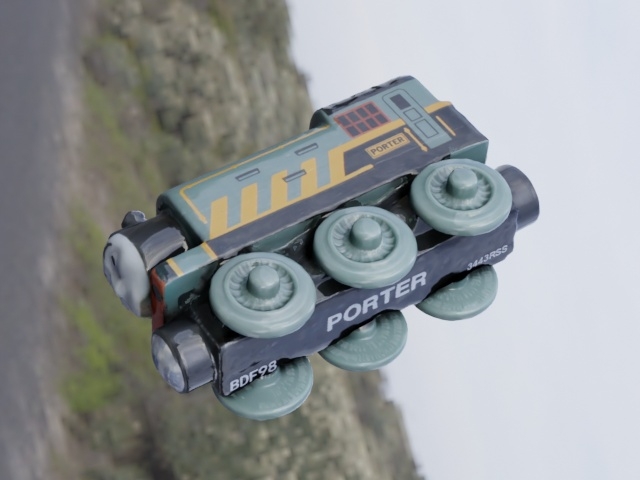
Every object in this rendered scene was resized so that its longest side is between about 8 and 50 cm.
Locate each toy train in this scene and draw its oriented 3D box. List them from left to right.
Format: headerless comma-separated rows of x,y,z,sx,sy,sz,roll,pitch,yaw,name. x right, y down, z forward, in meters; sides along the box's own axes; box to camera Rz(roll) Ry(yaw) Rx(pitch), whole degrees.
0.000,0.000,1.417,0.190,0.334,0.142,48,-27,34,toy train
